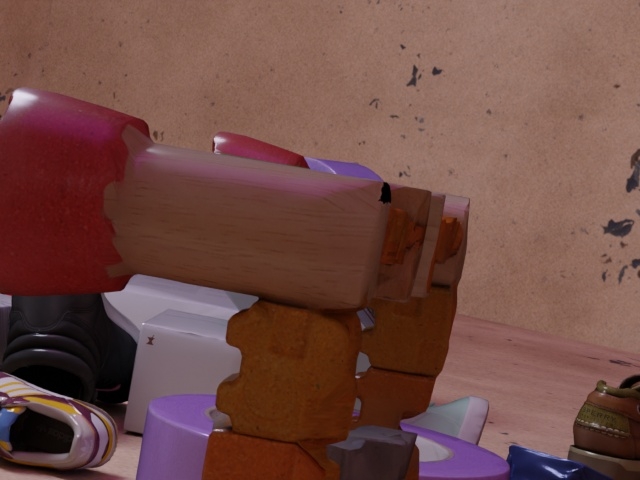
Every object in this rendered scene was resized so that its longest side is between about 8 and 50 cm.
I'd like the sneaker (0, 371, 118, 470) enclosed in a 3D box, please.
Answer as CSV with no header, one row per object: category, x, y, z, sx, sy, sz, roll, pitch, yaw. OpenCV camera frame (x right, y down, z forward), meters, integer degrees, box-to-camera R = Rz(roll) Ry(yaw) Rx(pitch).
sneaker,-0.261,0.143,1.612,0.185,0.070,0.084,10,-2,15

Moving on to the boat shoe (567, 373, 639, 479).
boat shoe,0.372,0.203,2.173,0.110,0.104,0.307,11,3,27

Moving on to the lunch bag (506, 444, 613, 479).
lunch bag,0.200,0.221,1.693,0.098,0.065,0.067,11,-12,45

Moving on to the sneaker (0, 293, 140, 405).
sneaker,-0.237,0.124,1.865,0.104,0.147,0.296,2,-29,9

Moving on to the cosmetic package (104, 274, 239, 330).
cosmetic package,-0.152,0.103,2.415,0.377,0.097,0.284,10,2,2

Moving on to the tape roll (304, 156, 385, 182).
tape roll,0.000,0.000,2.278,0.189,0.189,0.080,13,6,43

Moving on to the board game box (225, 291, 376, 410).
board game box,0.009,0.093,2.042,0.224,0.097,0.303,54,5,-1

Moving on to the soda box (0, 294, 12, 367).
soda box,-0.317,0.099,1.981,0.091,0.098,0.286,11,3,17

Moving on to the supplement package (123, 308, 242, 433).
supplement package,-0.121,0.132,1.913,0.105,0.105,0.179,12,3,3

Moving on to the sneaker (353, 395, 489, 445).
sneaker,0.066,0.174,1.771,0.151,0.094,0.256,16,6,7

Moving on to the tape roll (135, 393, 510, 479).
tape roll,-0.001,0.186,1.476,0.274,0.090,0.275,11,4,-1

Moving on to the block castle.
block castle,-0.066,0.094,0.976,0.212,0.303,0.453,9,2,9
